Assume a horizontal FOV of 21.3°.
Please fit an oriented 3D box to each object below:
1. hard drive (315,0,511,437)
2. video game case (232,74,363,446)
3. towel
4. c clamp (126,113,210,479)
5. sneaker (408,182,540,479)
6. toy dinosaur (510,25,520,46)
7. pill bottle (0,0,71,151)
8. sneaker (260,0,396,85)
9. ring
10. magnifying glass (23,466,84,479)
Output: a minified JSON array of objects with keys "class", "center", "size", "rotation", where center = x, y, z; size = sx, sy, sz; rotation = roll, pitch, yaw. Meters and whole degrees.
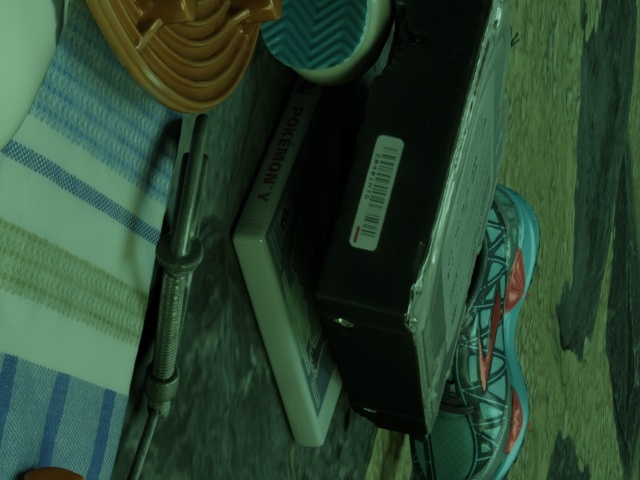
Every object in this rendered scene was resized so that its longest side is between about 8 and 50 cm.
[{"class":"hard drive","center":[0.068,-0.019,1.097],"size":[0.339,0.064,0.237],"rotation":[77,28,-71]},{"class":"video game case","center":[0.000,0.000,1.085],"size":[0.201,0.023,0.183],"rotation":[75,27,-46]},{"class":"towel","center":[-0.112,-0.028,0.724],"size":[0.209,0.034,0.285],"rotation":[36,62,-72]},{"class":"c clamp","center":[-0.068,0.025,0.820],"size":[0.137,0.022,0.161],"rotation":[-80,-178,-46]},{"class":"sneaker","center":[0.094,0.073,1.318],"size":[0.125,0.104,0.262],"rotation":[23,68,-53]},{"class":"toy dinosaur","center":[0.131,-0.157,1.453],"size":[0.090,0.047,0.082],"rotation":[135,-41,-65]},{"class":"pill bottle","center":[-0.133,-0.117,0.407],"size":[0.176,0.176,0.318],"rotation":[64,35,-57]},{"class":"sneaker","center":[0.016,-0.204,1.001],"size":[0.092,0.087,0.229],"rotation":[30,73,-78]},{"class":"ring","center":[-0.061,-0.225,0.748],"size":[0.336,0.032,0.337],"rotation":[-4,90,-76]},{"class":"magnifying glass","center":[-0.130,0.208,0.705],"size":[0.092,0.026,0.231],"rotation":[-8,111,-72]}]
